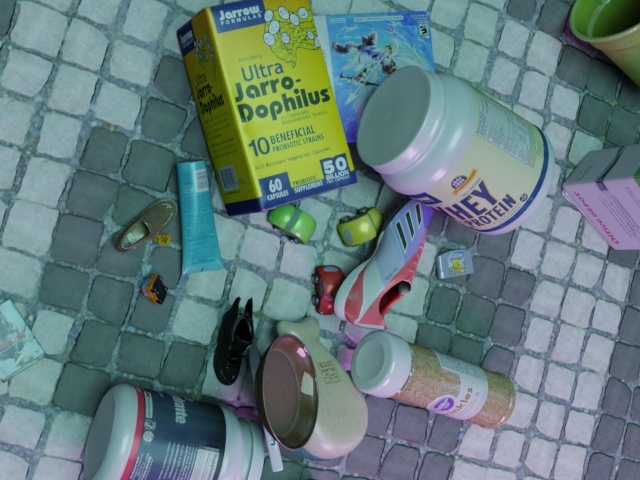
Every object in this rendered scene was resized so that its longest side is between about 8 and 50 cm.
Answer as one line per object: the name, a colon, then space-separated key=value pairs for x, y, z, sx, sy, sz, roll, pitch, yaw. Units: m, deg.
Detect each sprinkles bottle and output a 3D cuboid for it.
sprinkles bottle: x=0.225 y=0.275 z=1.954 sx=0.355 sy=0.121 sz=0.121 roll=22 pitch=82 yaw=-35

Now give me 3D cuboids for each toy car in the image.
toy car: x=0.000 y=0.000 z=1.922 sx=0.225 sy=0.053 sz=0.239 roll=33 pitch=78 yaw=-21
toy car: x=-0.295 y=0.052 z=1.815 sx=0.041 sy=0.060 sz=0.122 roll=4 pitch=68 yaw=19

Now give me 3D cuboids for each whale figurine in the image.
whale figurine: x=-0.023 y=0.282 z=1.892 sx=0.216 sy=0.141 sz=0.272 roll=-7 pitch=72 yaw=-44

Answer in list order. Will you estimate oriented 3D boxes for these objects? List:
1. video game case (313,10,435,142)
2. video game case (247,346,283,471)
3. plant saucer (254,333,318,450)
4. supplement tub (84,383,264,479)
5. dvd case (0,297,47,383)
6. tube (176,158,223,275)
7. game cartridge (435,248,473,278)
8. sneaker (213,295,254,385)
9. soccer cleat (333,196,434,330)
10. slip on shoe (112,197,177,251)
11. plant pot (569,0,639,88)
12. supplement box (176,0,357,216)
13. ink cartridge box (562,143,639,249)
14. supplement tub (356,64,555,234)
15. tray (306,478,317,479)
video game case: x=0.098 y=-0.317 z=1.955 sx=0.270 sy=0.061 sz=0.244 roll=-9 pitch=96 yaw=-24
video game case: x=-0.100 y=0.299 z=1.808 sx=0.023 sy=0.201 sz=0.183 roll=-12 pitch=96 yaw=-6
plant saucer: x=-0.062 y=0.259 z=1.719 sx=0.198 sy=0.036 sz=0.198 roll=27 pitch=59 yaw=-60
supplement tub: x=-0.255 y=0.367 z=1.745 sx=0.272 sy=0.191 sz=0.191 roll=18 pitch=84 yaw=-23
dvd case: x=-0.536 y=0.171 z=1.713 sx=0.087 sy=0.013 sz=0.119 roll=-33 pitch=105 yaw=-20
tube: x=-0.225 y=-0.043 z=1.829 sx=0.080 sy=0.052 sz=0.207 roll=-8 pitch=100 yaw=-19
game cartridge: x=0.276 y=0.046 z=2.067 sx=0.083 sy=0.017 sz=0.056 roll=-10 pitch=91 yaw=-23
sneaker: x=-0.155 y=0.186 z=1.839 sx=0.051 sy=0.089 sz=0.170 roll=7 pitch=88 yaw=-23
soccer cleat: x=0.151 y=0.039 z=1.928 sx=0.318 sy=0.116 sz=0.108 roll=-53 pitch=147 yaw=-24
slip on shoe: x=-0.310 y=-0.027 z=1.792 sx=0.135 sy=0.041 sz=0.051 roll=-35 pitch=104 yaw=-19
plant pot: x=0.715 y=-0.442 z=2.133 sx=0.254 sy=0.276 sz=0.276 roll=44 pitch=75 yaw=-30
supplement box: x=-0.098 y=-0.240 z=1.789 sx=0.194 sy=0.195 sz=0.356 roll=-18 pitch=95 yaw=-22
ink cartridge box: x=0.682 y=-0.092 z=2.094 sx=0.211 sy=0.289 sz=0.121 roll=47 pitch=71 yaw=-18
supplement tub: x=0.252 y=-0.168 z=1.877 sx=0.325 sy=0.235 sz=0.235 roll=24 pitch=82 yaw=-32
tray: x=-0.179 y=0.583 z=1.849 sx=0.411 sy=0.076 sz=0.202 roll=-6 pitch=93 yaw=-24
